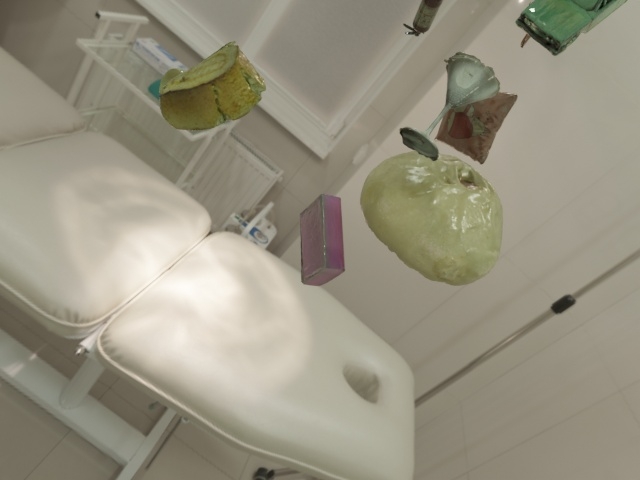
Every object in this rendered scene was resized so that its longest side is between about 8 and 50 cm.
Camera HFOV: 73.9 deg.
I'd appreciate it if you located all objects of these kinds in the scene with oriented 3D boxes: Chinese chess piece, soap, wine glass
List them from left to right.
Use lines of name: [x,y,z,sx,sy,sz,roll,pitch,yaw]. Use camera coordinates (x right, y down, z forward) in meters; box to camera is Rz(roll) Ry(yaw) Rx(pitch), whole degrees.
Chinese chess piece: [-0.482,-0.507,1.441,0.059,0.144,0.144,1,48,-57]
soap: [0.002,0.000,1.375,0.081,0.181,0.259,10,63,-25]
wine glass: [0.245,-0.252,0.827,0.122,0.182,0.122,37,-2,1]

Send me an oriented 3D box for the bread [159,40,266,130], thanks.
bread: [-0.263,-0.361,1.022,0.185,0.257,0.124,-88,154,-44]

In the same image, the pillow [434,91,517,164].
pillow: [0.479,-0.384,1.356,0.084,0.236,0.223,-12,42,-38]

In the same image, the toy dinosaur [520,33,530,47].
toy dinosaur: [0.792,-0.854,1.434,0.208,0.432,0.097,60,-10,-32]

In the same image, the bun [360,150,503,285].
bun: [0.285,-0.083,0.997,0.365,0.202,0.364,17,42,-16]

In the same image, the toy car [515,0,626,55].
toy car: [0.604,-0.565,0.950,0.141,0.321,0.097,51,0,16]

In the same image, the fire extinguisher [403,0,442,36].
fire extinguisher: [0.370,-0.825,1.550,0.099,0.071,0.231,20,-12,-2]
